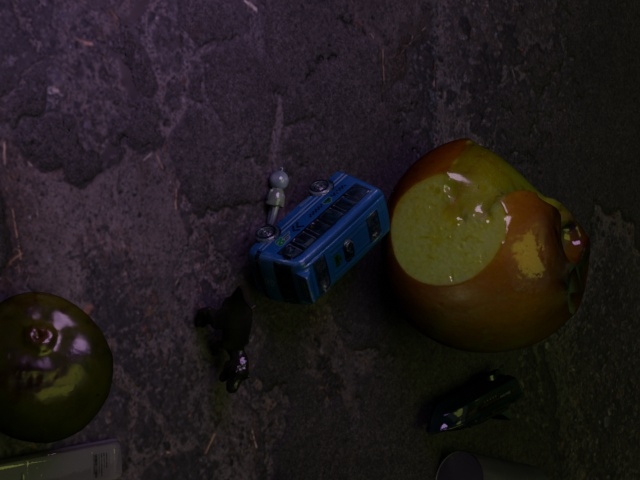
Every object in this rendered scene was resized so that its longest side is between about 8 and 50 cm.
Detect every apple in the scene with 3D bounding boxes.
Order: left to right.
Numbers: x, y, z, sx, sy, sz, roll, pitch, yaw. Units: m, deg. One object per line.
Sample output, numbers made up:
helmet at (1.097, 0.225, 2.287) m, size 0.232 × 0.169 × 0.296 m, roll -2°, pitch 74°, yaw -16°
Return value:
apple at (0.298, 0.013, 2.121) m, size 0.374 × 0.374 × 0.384 m, roll -21°, pitch 112°, yaw -38°

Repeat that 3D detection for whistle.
whistle at (-0.075, -0.075, 2.009) m, size 0.035 × 0.035 × 0.100 m, roll 14°, pitch 87°, yaw -41°

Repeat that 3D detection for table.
table at (0.345, 0.495, 2.366) m, size 0.220 × 0.126 × 0.126 m, roll 20°, pitch 81°, yaw -41°

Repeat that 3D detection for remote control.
remote control at (-0.412, 0.345, 1.759) m, size 0.261 × 0.029 × 0.067 m, roll -5°, pitch 97°, yaw -39°

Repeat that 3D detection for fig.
fig at (-0.397, 0.191, 1.672) m, size 0.203 × 0.203 × 0.225 m, roll -44°, pitch 162°, yaw -30°

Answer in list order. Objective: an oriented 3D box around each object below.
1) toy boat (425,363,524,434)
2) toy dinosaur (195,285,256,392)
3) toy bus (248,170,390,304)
toy boat at (0.296, 0.331, 2.331) m, size 0.246 × 0.093 × 0.103 m, roll -20°, pitch 99°, yaw -39°
toy dinosaur at (-0.115, 0.151, 1.898) m, size 0.087 × 0.179 × 0.187 m, roll -25°, pitch 112°, yaw -36°
toy bus at (0.000, 0.000, 1.998) m, size 0.246 × 0.134 × 0.113 m, roll -42°, pitch 137°, yaw -31°
